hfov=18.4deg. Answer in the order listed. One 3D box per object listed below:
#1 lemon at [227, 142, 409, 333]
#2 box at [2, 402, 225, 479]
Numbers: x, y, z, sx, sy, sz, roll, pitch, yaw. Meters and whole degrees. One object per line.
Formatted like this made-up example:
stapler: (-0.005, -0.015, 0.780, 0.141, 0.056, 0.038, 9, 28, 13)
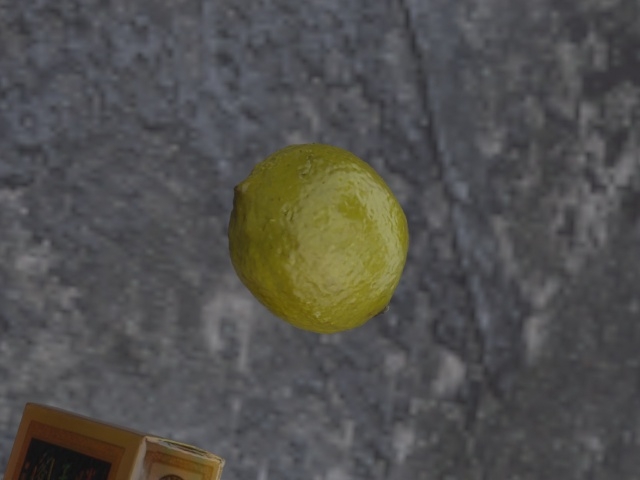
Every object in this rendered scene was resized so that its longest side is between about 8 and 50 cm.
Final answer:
lemon: (0.000, 0.000, 1.206, 0.133, 0.109, 0.109, 43, 59, -29)
box: (-0.177, 0.261, 1.373, 0.076, 0.174, 0.274, 21, 82, -36)
